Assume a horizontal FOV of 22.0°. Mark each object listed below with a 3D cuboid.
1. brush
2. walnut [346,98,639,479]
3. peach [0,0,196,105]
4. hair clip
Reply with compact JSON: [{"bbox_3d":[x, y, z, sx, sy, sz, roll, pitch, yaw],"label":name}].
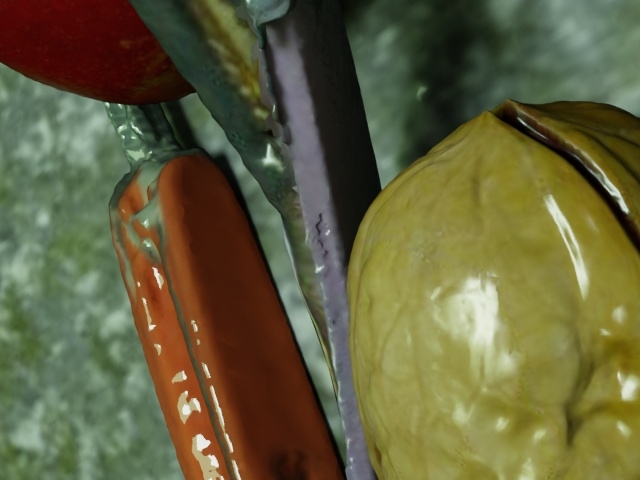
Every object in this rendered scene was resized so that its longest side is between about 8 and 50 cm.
[{"bbox_3d":[-0.051,0.039,0.781,0.051,0.070,0.323,-36,70,41],"label":"brush"},{"bbox_3d":[0.082,0.035,0.579,0.144,0.144,0.180,6,113,47],"label":"walnut"},{"bbox_3d":[-0.105,-0.170,0.705,0.243,0.199,0.244,21,116,52],"label":"peach"},{"bbox_3d":[0.000,-0.001,0.647,0.110,0.095,0.359,31,146,58],"label":"hair clip"}]
